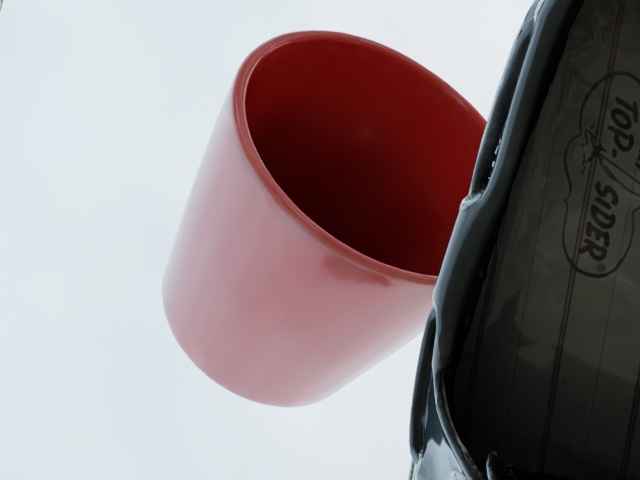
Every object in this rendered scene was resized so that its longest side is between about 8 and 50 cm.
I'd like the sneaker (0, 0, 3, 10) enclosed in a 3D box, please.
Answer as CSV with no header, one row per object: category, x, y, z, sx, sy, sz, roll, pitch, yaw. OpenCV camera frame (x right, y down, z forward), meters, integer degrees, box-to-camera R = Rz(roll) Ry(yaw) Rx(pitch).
sneaker,-0.291,-0.240,0.989,0.151,0.094,0.255,5,-85,-3

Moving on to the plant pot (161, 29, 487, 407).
plant pot,0.000,0.000,1.230,0.275,0.243,0.275,20,-137,-20

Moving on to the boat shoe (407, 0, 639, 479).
boat shoe,0.088,0.061,0.468,0.127,0.113,0.340,15,-82,15
